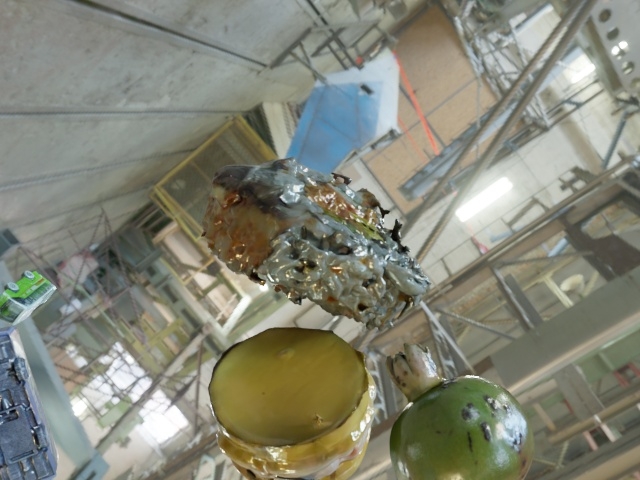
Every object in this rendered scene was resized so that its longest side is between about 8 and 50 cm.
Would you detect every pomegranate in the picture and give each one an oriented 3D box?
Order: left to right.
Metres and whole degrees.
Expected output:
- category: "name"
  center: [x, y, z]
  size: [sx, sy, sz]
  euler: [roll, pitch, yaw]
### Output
- category: "pomegranate"
  center: [0.158, 0.242, 0.696]
  size: [0.179, 0.179, 0.210]
  euler: [-40, -139, -13]

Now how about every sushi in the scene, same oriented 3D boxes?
- category: "sushi"
  center: [0.004, 0.003, 0.952]
  size: [0.176, 0.417, 0.417]
  euler: [-60, 179, 18]

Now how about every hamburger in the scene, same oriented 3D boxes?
- category: "hamburger"
  center: [-0.038, 0.303, 0.919]
  size: [0.276, 0.237, 0.276]
  euler: [-6, -147, 4]

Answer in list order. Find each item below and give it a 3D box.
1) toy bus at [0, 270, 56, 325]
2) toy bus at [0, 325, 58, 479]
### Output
- category: "toy bus"
  center: [-0.314, 0.060, 0.579]
  size: [0.031, 0.037, 0.083]
  euler: [-48, -166, 5]
- category: "toy bus"
  center: [-0.451, 0.241, 0.797]
  size: [0.079, 0.236, 0.094]
  euler: [-17, -169, -25]
